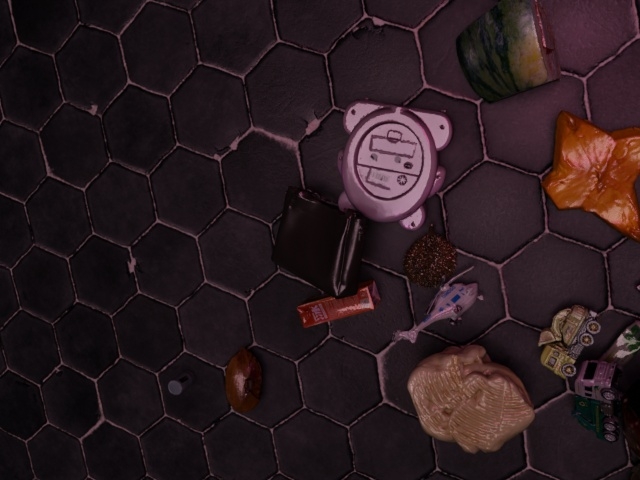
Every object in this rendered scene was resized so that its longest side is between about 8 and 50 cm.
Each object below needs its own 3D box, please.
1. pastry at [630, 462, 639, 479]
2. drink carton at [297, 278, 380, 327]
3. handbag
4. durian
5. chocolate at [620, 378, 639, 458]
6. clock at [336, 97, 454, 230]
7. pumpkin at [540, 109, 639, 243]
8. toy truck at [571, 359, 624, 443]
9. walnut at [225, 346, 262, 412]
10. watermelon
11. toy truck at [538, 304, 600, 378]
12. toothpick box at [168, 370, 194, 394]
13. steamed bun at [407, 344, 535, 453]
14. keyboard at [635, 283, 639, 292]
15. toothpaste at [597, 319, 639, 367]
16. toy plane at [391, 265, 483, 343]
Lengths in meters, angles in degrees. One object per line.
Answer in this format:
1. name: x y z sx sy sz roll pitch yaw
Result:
1. pastry: 0.912 0.671 1.454 0.265 0.133 0.264 5 105 18
2. drink carton: 0.053 0.181 1.653 0.223 0.096 0.071 -17 94 19
3. handbag: 0.000 0.000 1.576 0.285 0.113 0.257 29 121 35
4. durian: 0.292 0.049 1.558 0.148 0.091 0.188 7 100 16
5. chocolate: 0.883 0.452 1.363 0.340 0.225 0.210 3 122 0
6. clock: 0.187 -0.202 1.537 0.296 0.113 0.322 13 105 15
7. pumpkin: 0.679 -0.154 1.399 0.258 0.095 0.290 10 106 11
8. toy truck: 0.700 0.405 1.463 0.116 0.110 0.216 4 127 35
9. walnut: -0.238 0.432 1.789 0.116 0.116 0.207 -2 92 18
10. watermelon: 0.472 -0.466 1.402 0.262 0.201 0.212 -7 101 62
11. toy truck: 0.634 0.251 1.490 0.116 0.085 0.191 28 106 21
12. toothpick box: -0.450 0.460 1.867 0.052 0.083 0.052 3 101 17
13. steamed bun: 0.395 0.414 1.539 0.289 0.203 0.276 -20 84 6
14. keyboard: 0.917 0.212 1.424 0.106 0.027 0.317 -39 87 16
15. toothpaste: 0.767 0.288 1.475 0.078 0.047 0.248 31 110 3
16. toy plane: 0.316 0.184 1.511 0.107 0.273 0.182 42 136 25
